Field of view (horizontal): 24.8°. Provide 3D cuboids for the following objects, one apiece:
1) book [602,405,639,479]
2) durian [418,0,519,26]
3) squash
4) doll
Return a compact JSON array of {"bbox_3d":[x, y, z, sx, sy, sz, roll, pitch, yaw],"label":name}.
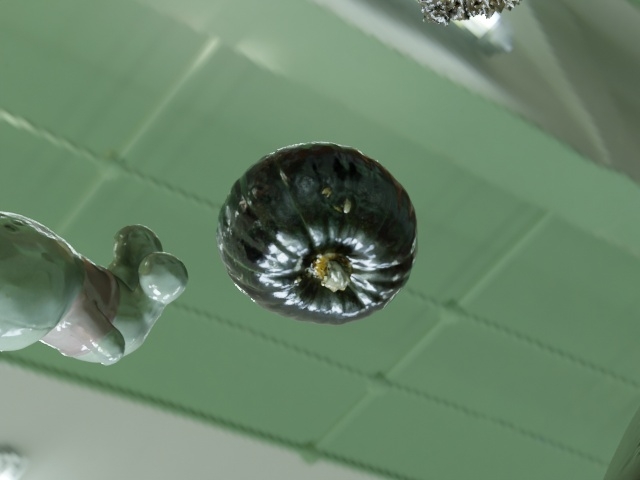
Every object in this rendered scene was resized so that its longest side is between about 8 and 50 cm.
[{"bbox_3d":[0.232,-0.038,0.535,0.028,0.374,0.262,41,-163,8],"label":"book"},{"bbox_3d":[0.134,-0.292,1.290,0.196,0.196,0.167,42,-177,-1],"label":"durian"},{"bbox_3d":[-0.001,-0.003,1.382,0.193,0.193,0.156,15,-135,-48],"label":"squash"},{"bbox_3d":[-0.233,0.041,1.161,0.275,0.113,0.155,7,-157,-44],"label":"doll"}]
